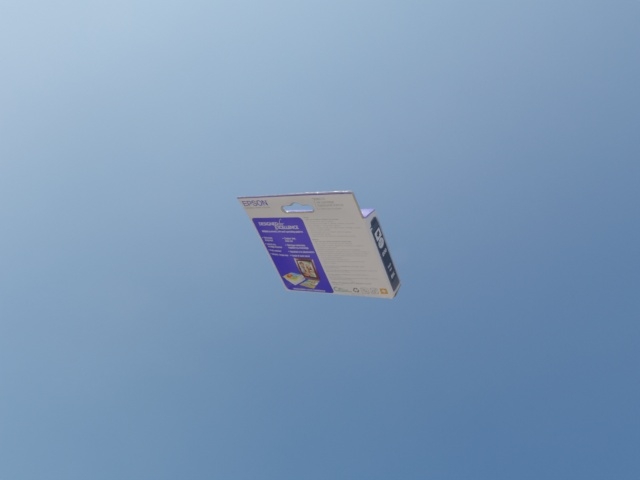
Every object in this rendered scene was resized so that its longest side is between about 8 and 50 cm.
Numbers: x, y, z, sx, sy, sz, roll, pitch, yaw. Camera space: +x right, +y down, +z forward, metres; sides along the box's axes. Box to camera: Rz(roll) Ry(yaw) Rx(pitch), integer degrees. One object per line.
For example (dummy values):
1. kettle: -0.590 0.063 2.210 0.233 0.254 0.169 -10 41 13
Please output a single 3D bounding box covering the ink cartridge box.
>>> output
1. ink cartridge box: 0.000 0.000 0.784 0.206 0.045 0.208 1 -48 32
